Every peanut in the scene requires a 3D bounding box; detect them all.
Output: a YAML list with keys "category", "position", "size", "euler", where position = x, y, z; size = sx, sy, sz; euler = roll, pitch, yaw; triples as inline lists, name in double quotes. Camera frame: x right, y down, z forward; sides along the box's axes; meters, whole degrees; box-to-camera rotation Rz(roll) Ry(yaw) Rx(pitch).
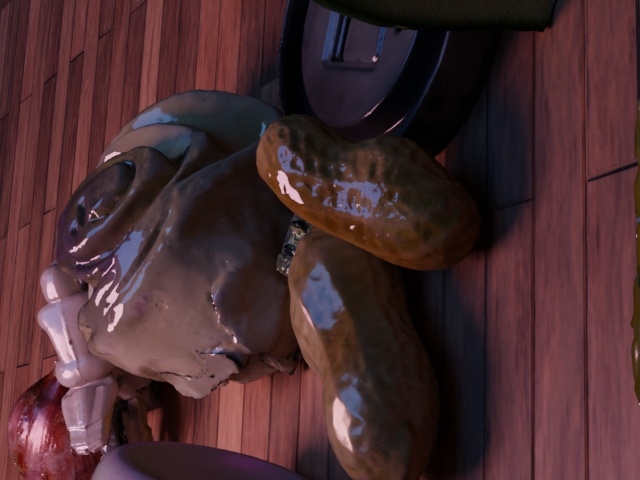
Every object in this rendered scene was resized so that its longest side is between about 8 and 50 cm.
- category: "peanut"
  position: [0.034, 0.106, 1.211]
  size: [0.125, 0.111, 0.274]
  euler: [-56, 37, 42]
- category: "peanut"
  position: [0.041, -0.048, 1.192]
  size: [0.226, 0.095, 0.108]
  euler: [23, 103, 23]

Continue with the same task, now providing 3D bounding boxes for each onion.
- category: "onion"
  position: [-0.333, 0.232, 1.739]
  size: [0.159, 0.160, 0.194]
  euler: [-126, 33, -52]

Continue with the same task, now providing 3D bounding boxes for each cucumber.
- category: "cucumber"
  position: [0.087, -0.231, 1.109]
  size: [0.063, 0.244, 0.115]
  euler: [-164, 73, -64]

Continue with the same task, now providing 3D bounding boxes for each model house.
- category: "model house"
  position: [0.000, 0.000, 1.336]
  size: [0.066, 0.079, 0.083]
  euler: [20, 97, 58]

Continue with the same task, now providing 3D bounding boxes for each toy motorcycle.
- category: "toy motorcycle"
  position: [-0.275, 0.122, 1.654]
  size: [0.108, 0.223, 0.340]
  euler: [-19, 55, 12]

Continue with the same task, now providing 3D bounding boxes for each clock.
- category: "clock"
  position: [0.060, -0.216, 1.313]
  size: [0.325, 0.067, 0.325]
  euler: [-25, 60, 55]

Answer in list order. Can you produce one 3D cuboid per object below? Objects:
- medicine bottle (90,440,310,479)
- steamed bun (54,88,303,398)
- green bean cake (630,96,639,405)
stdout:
- category: "medicine bottle"
  position: [-0.128, 0.365, 1.274]
  size: [0.241, 0.241, 0.301]
  euler: [19, 97, 60]
- category: "steamed bun"
  position: [-0.169, -0.004, 1.469]
  size: [0.346, 0.238, 0.394]
  euler: [-66, 32, 21]
- category: "green bean cake"
  position: [0.301, -0.009, 0.776]
  size: [0.236, 0.124, 0.232]
  euler: [-16, 68, 58]
